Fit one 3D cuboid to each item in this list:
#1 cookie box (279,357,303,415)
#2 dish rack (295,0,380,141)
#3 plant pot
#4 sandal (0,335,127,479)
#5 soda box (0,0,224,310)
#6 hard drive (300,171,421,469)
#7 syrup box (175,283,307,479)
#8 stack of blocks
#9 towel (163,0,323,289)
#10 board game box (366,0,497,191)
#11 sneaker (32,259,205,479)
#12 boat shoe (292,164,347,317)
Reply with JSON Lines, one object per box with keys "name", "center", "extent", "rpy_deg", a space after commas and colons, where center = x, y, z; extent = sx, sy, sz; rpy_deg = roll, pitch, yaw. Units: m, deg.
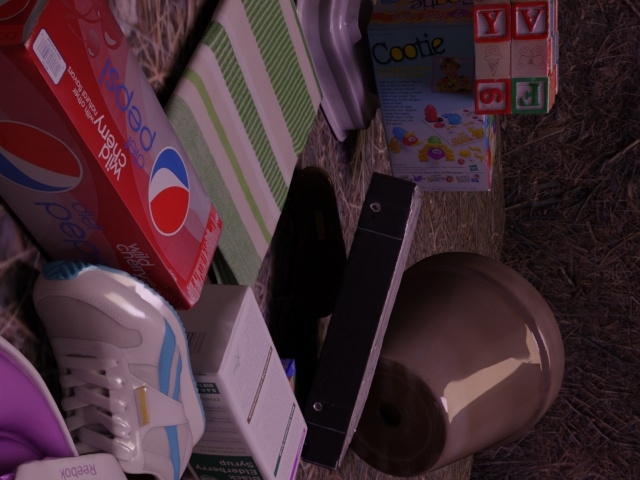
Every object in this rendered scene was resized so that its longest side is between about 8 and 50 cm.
{"name": "cookie box", "center": [-0.056, 0.198, 1.021], "extent": [0.107, 0.040, 0.091], "rpy_deg": [-64, 152, -52]}
{"name": "dish rack", "center": [0.052, -0.335, 1.275], "extent": [0.285, 0.072, 0.332], "rpy_deg": [59, 35, -60]}
{"name": "plant pot", "center": [0.166, 0.209, 1.388], "extent": [0.280, 0.323, 0.323], "rpy_deg": [-27, 119, -52]}
{"name": "sandal", "center": [-0.162, 0.193, 0.565], "extent": [0.416, 0.102, 0.169], "rpy_deg": [75, 23, -43]}
{"name": "soda box", "center": [-0.152, -0.056, 0.588], "extent": [0.263, 0.092, 0.083], "rpy_deg": [69, 28, -51]}
{"name": "hard drive", "center": [0.053, 0.093, 1.137], "extent": [0.237, 0.064, 0.338], "rpy_deg": [14, 93, -83]}
{"name": "syrup box", "center": [-0.088, 0.146, 0.819], "extent": [0.236, 0.093, 0.096], "rpy_deg": [74, 24, -45]}
{"name": "stack of blocks", "center": [0.260, -0.266, 1.189], "extent": [0.297, 0.087, 0.171], "rpy_deg": [-41, 130, -68]}
{"name": "towel", "center": [-0.075, -0.131, 0.938], "extent": [0.247, 0.038, 0.324], "rpy_deg": [71, 29, -47]}
{"name": "board game box", "center": [0.164, -0.216, 1.279], "extent": [0.275, 0.144, 0.142], "rpy_deg": [76, 22, -43]}
{"name": "sneaker", "center": [-0.143, 0.108, 0.650], "extent": [0.092, 0.088, 0.228], "rpy_deg": [-68, 152, -43]}
{"name": "boat shoe", "center": [0.000, 0.000, 1.156], "extent": [0.072, 0.068, 0.189], "rpy_deg": [-83, 173, -81]}
